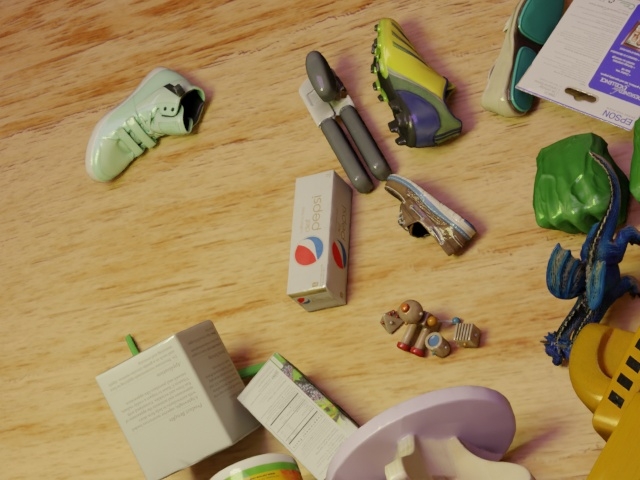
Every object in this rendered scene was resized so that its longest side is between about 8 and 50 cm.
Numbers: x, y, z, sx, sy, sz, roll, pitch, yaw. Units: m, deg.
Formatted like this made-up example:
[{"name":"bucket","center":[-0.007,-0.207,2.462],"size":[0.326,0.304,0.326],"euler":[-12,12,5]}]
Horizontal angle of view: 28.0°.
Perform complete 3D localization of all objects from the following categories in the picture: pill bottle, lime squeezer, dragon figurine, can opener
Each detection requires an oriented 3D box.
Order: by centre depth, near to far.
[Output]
[{"name":"dragon figurine","center":[0.357,0.040,1.697],"size":[0.085,0.289,0.144],"euler":[23,39,38]},{"name":"pill bottle","center":[-0.061,0.431,1.764],"size":[0.136,0.136,0.246],"euler":[-29,61,15]},{"name":"lime squeezer","center":[-0.230,0.214,2.067],"size":[0.310,0.059,0.110],"euler":[7,67,36]},{"name":"can opener","center":[0.029,-0.196,2.130],"size":[0.074,0.093,0.280],"euler":[-34,54,10]}]

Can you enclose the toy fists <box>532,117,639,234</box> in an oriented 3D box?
[{"name":"toy fists","center":[0.429,-0.086,1.798],"size":[0.279,0.096,0.142],"euler":[-16,45,26]}]

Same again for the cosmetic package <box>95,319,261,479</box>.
[{"name":"cosmetic package","center":[-0.209,0.240,1.926],"size":[0.151,0.151,0.184],"euler":[-28,88,17]}]

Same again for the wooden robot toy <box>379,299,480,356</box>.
[{"name":"wooden robot toy","center":[0.141,0.122,1.866],"size":[0.173,0.079,0.076],"euler":[17,73,39]}]

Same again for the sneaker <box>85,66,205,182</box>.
[{"name":"sneaker","center":[-0.318,-0.201,2.343],"size":[0.151,0.094,0.256],"euler":[27,77,46]}]

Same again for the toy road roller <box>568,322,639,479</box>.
[{"name":"toy road roller","center":[0.401,0.232,1.561],"size":[0.240,0.202,0.329],"euler":[12,65,50]}]

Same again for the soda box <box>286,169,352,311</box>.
[{"name":"soda box","center":[0.000,0.000,2.038],"size":[0.074,0.069,0.216],"euler":[-12,57,27]}]

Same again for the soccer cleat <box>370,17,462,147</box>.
[{"name":"soccer cleat","center":[0.155,-0.259,2.100],"size":[0.121,0.093,0.289],"euler":[-8,48,-7]}]

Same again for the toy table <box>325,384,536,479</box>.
[{"name":"toy table","center":[0.143,0.323,1.659],"size":[0.274,0.252,0.161],"euler":[-42,31,18]}]

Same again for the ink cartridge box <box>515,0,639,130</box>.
[{"name":"ink cartridge box","center":[0.432,-0.270,1.924],"size":[0.206,0.045,0.208],"euler":[28,78,34]}]

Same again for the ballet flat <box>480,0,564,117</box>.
[{"name":"ballet flat","center":[0.312,-0.305,2.019],"size":[0.086,0.086,0.248],"euler":[9,69,36]}]

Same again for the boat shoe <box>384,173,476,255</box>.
[{"name":"boat shoe","center":[0.152,-0.040,1.965],"size":[0.066,0.066,0.183],"euler":[-51,49,-2]}]

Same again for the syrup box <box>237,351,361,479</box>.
[{"name":"syrup box","center":[-0.006,0.274,1.860],"size":[0.096,0.093,0.237],"euler":[-50,48,-3]}]
